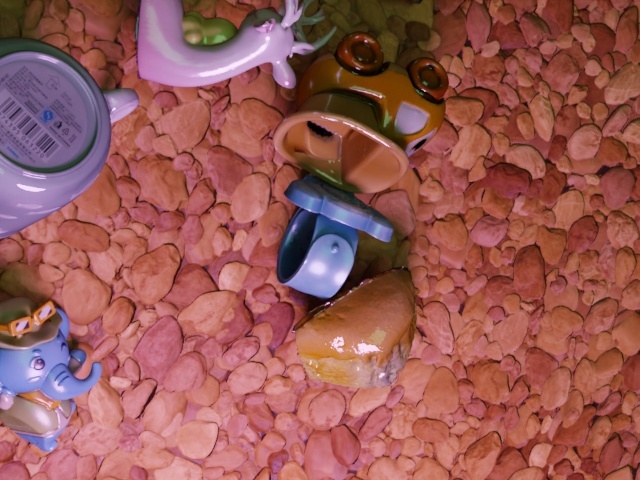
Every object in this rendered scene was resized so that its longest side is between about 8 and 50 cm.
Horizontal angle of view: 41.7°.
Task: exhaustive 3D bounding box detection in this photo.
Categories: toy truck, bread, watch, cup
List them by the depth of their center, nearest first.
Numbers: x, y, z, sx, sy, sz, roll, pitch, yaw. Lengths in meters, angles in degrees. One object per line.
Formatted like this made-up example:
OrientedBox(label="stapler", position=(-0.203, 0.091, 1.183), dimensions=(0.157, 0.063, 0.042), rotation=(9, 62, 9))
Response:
OrientedBox(label="cup", position=(-0.426, -0.166, 1.264), dimensions=(0.356, 0.274, 0.260), rotation=(-27, 99, -39))
OrientedBox(label="toy truck", position=(0.074, -0.219, 1.467), dimensions=(0.287, 0.204, 0.212), rotation=(20, 64, -17))
OrientedBox(label="watch", position=(0.000, 0.000, 1.517), dimensions=(0.210, 0.211, 0.193), rotation=(22, 103, -20))
OrientedBox(label="bread", position=(0.084, 0.167, 1.534), dimensions=(0.262, 0.163, 0.204), rotation=(-33, 147, -11))

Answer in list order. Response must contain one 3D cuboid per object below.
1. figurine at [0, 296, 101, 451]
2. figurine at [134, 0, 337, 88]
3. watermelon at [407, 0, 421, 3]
OrientedBox(label="figurine", position=(-0.472, 0.215, 1.399), dimensions=(0.180, 0.153, 0.262), rotation=(-33, 123, -22))
OrientedBox(label="figurine", position=(-0.127, -0.388, 1.391), dimensions=(0.315, 0.206, 0.284), rotation=(8, 58, 0))
OrientedBox(label="watermelon", position=(0.154, -0.489, 1.548), dimensions=(0.180, 0.081, 0.094), rotation=(-15, 81, -52))
